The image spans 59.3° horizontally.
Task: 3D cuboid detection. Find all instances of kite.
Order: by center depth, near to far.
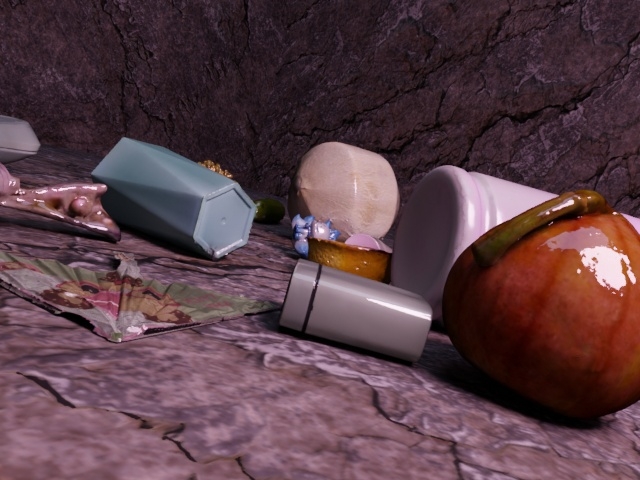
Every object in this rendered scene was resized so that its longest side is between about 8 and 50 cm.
[{"bbox_3d":[-0.176,0.039,0.495,0.323,0.013,0.268,14,6,-18],"label":"kite"}]

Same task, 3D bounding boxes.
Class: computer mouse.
[{"bbox_3d":[-0.663,-0.182,1.020,0.159,0.097,0.288,20,18,30],"label":"computer mouse"}]

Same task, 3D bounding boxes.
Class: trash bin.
[{"bbox_3d":[0.031,0.065,0.543,0.130,0.059,0.116,16,6,-1],"label":"trash bin"}]

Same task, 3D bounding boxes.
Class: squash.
[{"bbox_3d":[-0.141,-0.083,1.560,0.066,0.066,0.252,16,6,11],"label":"squash"}]

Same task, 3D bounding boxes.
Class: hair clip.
[{"bbox_3d":[-0.373,-0.056,0.633,0.300,0.069,0.173,11,7,-35],"label":"hair clip"}]

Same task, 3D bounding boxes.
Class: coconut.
[{"bbox_3d":[0.038,-0.093,1.268,0.247,0.245,0.245,8,8,-37],"label":"coconut"}]

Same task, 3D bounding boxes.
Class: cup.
[{"bbox_3d":[-0.213,-0.057,0.816,0.235,0.148,0.134,24,-17,40],"label":"cup"}]

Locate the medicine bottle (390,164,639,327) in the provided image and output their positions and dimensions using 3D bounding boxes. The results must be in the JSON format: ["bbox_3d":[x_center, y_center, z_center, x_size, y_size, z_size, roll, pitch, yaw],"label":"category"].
[{"bbox_3d":[0.273,0.035,0.741,0.316,0.202,0.202,14,5,-14],"label":"medicine bottle"}]

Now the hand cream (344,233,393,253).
[{"bbox_3d":[0.115,0.032,1.089,0.111,0.070,0.312,13,1,16],"label":"hand cream"}]

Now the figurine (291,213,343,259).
[{"bbox_3d":[0.000,0.000,1.011,0.114,0.079,0.114,13,32,-8],"label":"figurine"}]

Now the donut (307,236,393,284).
[{"bbox_3d":[0.045,0.034,0.842,0.152,0.058,0.152,10,0,0],"label":"donut"}]

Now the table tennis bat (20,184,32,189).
[{"bbox_3d":[-0.489,-0.081,0.867,0.234,0.022,0.131,14,4,14],"label":"table tennis bat"}]

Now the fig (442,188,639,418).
[{"bbox_3d":[0.209,0.050,0.496,0.205,0.205,0.205,15,5,-1],"label":"fig"}]

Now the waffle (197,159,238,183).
[{"bbox_3d":[-0.354,-0.168,1.783,0.192,0.160,0.046,43,-8,-13],"label":"waffle"}]
